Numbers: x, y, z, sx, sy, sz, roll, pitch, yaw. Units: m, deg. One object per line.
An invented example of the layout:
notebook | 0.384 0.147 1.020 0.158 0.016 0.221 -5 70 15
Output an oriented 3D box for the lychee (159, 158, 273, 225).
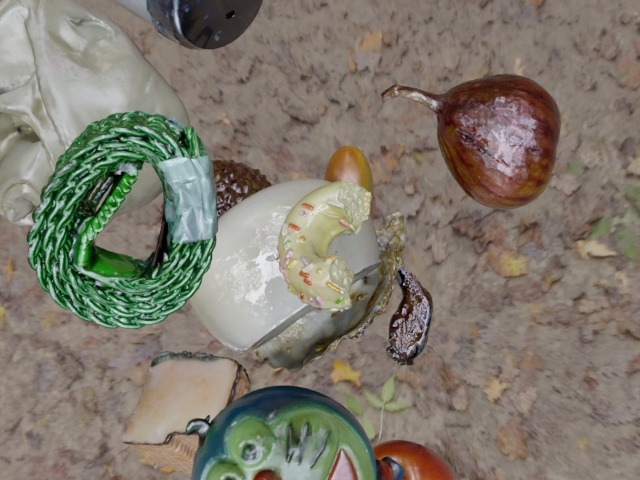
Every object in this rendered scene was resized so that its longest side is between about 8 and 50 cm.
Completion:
lychee | -0.188 -0.037 1.500 0.236 0.236 0.271 -27 52 3

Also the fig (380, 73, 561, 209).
fig | 0.206 -0.139 0.932 0.149 0.148 0.202 -39 105 -21

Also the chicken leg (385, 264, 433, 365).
chicken leg | 0.175 0.129 1.577 0.106 0.051 0.253 -6 92 6

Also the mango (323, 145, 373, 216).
mango | 0.066 -0.091 1.786 0.113 0.138 0.253 -2 112 3

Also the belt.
belt | -0.131 -0.019 0.540 0.121 0.079 0.151 18 108 -14

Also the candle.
candle | -0.276 -0.489 1.363 0.342 0.221 0.221 36 89 23

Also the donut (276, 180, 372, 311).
donut | -0.004 0.003 0.932 0.108 0.065 0.166 -3 60 25

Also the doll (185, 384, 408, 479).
doll | -0.008 0.280 0.843 0.322 0.186 0.198 38 80 -10

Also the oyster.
oyster | 0.043 0.121 1.467 0.396 0.111 0.204 -39 47 3

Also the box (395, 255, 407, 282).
box | 0.138 0.047 1.717 0.098 0.045 0.062 28 45 10

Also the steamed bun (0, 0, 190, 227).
steamed bun | -0.363 -0.149 1.017 0.309 0.219 0.324 -23 111 40

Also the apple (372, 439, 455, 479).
apple | 0.113 0.359 1.095 0.163 0.139 0.163 -9 59 15

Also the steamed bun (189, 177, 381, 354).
steamed bun | -0.067 0.026 1.250 0.324 0.324 0.206 -35 83 2

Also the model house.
model house | -0.175 0.288 1.230 0.183 0.172 0.166 -6 47 27
